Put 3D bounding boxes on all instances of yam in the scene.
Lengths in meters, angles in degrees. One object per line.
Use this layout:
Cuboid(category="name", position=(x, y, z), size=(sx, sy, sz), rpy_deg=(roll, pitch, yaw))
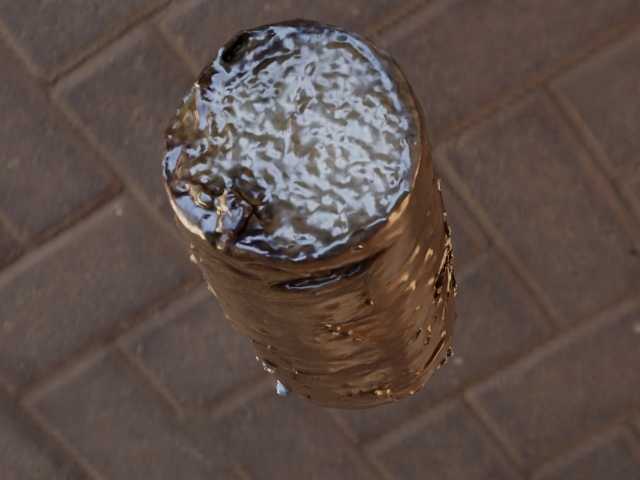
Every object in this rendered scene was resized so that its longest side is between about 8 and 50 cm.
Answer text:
Cuboid(category="yam", position=(0.000, 0.002, 0.780), size=(0.131, 0.131, 0.280), rpy_deg=(-5, 161, 6))
